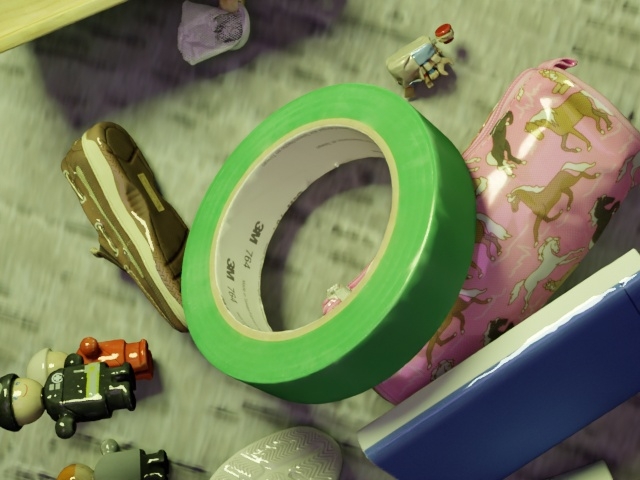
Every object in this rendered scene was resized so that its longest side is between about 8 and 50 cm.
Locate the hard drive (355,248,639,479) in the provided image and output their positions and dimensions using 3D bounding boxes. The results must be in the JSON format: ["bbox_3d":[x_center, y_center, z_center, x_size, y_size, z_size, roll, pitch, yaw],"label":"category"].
[{"bbox_3d":[0.217,0.155,1.022,0.318,0.210,0.040,-35,50,10],"label":"hard drive"}]

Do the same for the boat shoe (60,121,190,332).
[{"bbox_3d":[-0.211,-0.003,1.142,0.095,0.095,0.257,-31,82,24],"label":"boat shoe"}]

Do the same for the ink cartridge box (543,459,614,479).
[{"bbox_3d":[0.304,0.355,1.031,0.092,0.160,0.219,-25,90,9],"label":"ink cartridge box"}]

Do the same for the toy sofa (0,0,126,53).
[{"bbox_3d":[-0.223,-0.321,1.022,0.362,0.177,0.150,-20,116,11],"label":"toy sofa"}]

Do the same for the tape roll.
[{"bbox_3d":[0.000,0.000,1.009,0.321,0.077,0.321,-21,55,32],"label":"tape roll"}]

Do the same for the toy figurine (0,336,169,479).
[{"bbox_3d":[-0.257,0.217,1.094,0.148,0.213,0.209,-8,97,-2],"label":"toy figurine"}]

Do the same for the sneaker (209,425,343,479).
[{"bbox_3d":[-0.085,0.362,1.117,0.124,0.180,0.321,29,62,27],"label":"sneaker"}]

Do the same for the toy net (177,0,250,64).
[{"bbox_3d":[-0.064,-0.281,1.117,0.122,0.045,0.232,40,100,3],"label":"toy net"}]

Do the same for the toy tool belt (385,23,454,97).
[{"bbox_3d":[0.116,-0.193,1.092,0.083,0.052,0.051,-31,119,13],"label":"toy tool belt"}]

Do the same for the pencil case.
[{"bbox_3d":[0.169,0.000,1.037,0.386,0.167,0.160,-49,47,9],"label":"pencil case"}]
